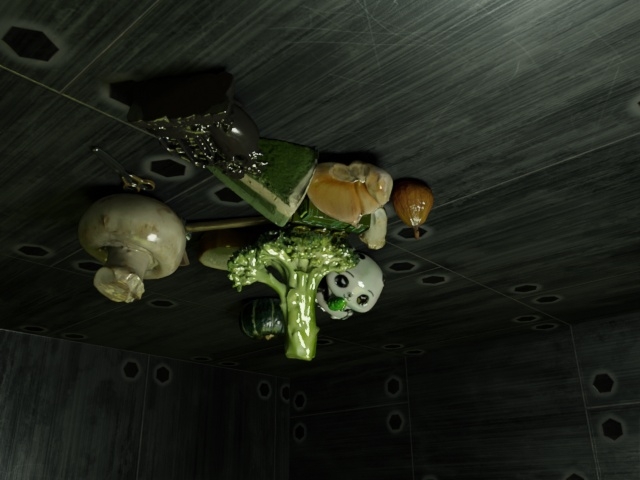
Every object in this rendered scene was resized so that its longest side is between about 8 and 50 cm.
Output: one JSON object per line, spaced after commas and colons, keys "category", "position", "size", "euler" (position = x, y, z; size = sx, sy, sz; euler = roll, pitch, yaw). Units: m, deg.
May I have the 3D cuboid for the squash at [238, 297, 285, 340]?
{"category": "squash", "position": [-0.221, 0.338, 2.546], "size": [0.252, 0.165, 0.252], "euler": [-3, 156, -1]}

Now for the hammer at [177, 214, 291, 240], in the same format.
{"category": "hammer", "position": [-0.266, -0.053, 1.802], "size": [0.366, 0.043, 0.111], "euler": [-5, 155, 5]}

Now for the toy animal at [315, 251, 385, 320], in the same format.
{"category": "toy animal", "position": [0.091, 0.162, 2.093], "size": [0.213, 0.212, 0.267], "euler": [10, 158, -23]}

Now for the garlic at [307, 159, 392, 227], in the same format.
{"category": "garlic", "position": [0.071, -0.133, 1.538], "size": [0.217, 0.110, 0.228], "euler": [10, 150, 5]}

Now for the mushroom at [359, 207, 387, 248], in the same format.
{"category": "mushroom", "position": [0.159, -0.048, 1.788], "size": [0.071, 0.084, 0.209], "euler": [-41, 158, -19]}

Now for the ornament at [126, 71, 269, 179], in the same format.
{"category": "ornament", "position": [-0.246, -0.220, 1.274], "size": [0.251, 0.106, 0.260], "euler": [0, 151, 11]}

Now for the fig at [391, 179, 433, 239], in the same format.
{"category": "fig", "position": [0.243, -0.085, 1.620], "size": [0.119, 0.152, 0.119], "euler": [5, -173, -1]}

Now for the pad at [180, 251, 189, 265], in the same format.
{"category": "pad", "position": [-0.544, 0.038, 2.043], "size": [0.176, 0.002, 0.266], "euler": [1, 157, -5]}

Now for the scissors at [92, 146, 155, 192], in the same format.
{"category": "scissors", "position": [-0.506, -0.177, 1.524], "size": [0.088, 0.017, 0.220], "euler": [-5, 156, 15]}

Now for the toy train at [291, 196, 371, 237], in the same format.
{"category": "toy train", "position": [0.022, -0.067, 1.686], "size": [0.226, 0.090, 0.137], "euler": [8, 163, -21]}

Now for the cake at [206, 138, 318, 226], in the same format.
{"category": "cake", "position": [-0.162, -0.143, 1.425], "size": [0.284, 0.172, 0.158], "euler": [10, 153, -19]}

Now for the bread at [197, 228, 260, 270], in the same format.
{"category": "bread", "position": [-0.285, 0.032, 1.952], "size": [0.236, 0.069, 0.236], "euler": [-2, 157, -1]}

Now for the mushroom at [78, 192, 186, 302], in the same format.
{"category": "mushroom", "position": [-0.522, 0.029, 1.646], "size": [0.298, 0.290, 0.297], "euler": [7, 147, 4]}

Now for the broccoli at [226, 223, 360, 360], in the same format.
{"category": "broccoli", "position": [-0.033, 0.130, 1.825], "size": [0.353, 0.397, 0.275], "euler": [-32, 176, 14]}
